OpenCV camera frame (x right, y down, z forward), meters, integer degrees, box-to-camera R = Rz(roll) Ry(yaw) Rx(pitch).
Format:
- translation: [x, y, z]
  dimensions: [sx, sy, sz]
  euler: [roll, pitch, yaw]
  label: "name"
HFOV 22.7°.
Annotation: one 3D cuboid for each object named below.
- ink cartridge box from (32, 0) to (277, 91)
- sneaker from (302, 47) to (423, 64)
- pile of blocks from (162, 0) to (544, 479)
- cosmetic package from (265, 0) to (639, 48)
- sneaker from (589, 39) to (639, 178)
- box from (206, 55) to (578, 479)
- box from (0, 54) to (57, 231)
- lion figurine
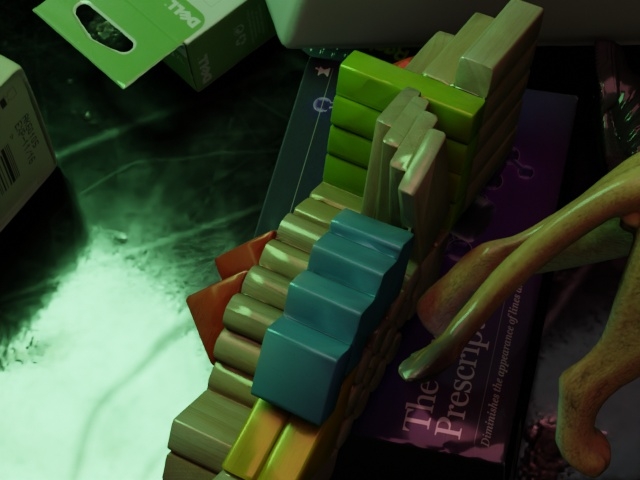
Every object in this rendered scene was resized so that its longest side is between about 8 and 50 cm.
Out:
- translation: [-0.091, -0.182, 1.163]
  dimensions: [0.209, 0.062, 0.109]
  euler: [-40, 64, -17]
  label: "ink cartridge box"
- translation: [0.039, -0.135, 1.134]
  dimensions: [0.144, 0.059, 0.053]
  euler: [32, 95, 33]
  label: "sneaker"
- translation: [0.000, 0.000, 0.880]
  dimensions: [0.112, 0.149, 0.362]
  euler: [22, 65, 16]
  label: "pile of blocks"
- translation: [0.127, -0.372, 1.018]
  dimensions: [0.327, 0.394, 0.329]
  euler: [-4, 56, -23]
  label: "cosmetic package"
- translation: [0.233, -0.061, 1.073]
  dimensions: [0.089, 0.051, 0.170]
  euler: [-4, 64, 3]
  label: "sneaker"
- translation: [0.051, 0.026, 1.007]
  dimensions: [0.184, 0.103, 0.261]
  euler: [8, 60, 13]
  label: "box"
- translation: [-0.354, -0.103, 1.104]
  dimensions: [0.311, 0.121, 0.148]
  euler: [30, 66, 20]
  label: "box"
- translation: [0.244, 0.021, 0.868]
  dimensions: [0.392, 0.240, 0.142]
  euler: [7, 43, -41]
  label: "lion figurine"
